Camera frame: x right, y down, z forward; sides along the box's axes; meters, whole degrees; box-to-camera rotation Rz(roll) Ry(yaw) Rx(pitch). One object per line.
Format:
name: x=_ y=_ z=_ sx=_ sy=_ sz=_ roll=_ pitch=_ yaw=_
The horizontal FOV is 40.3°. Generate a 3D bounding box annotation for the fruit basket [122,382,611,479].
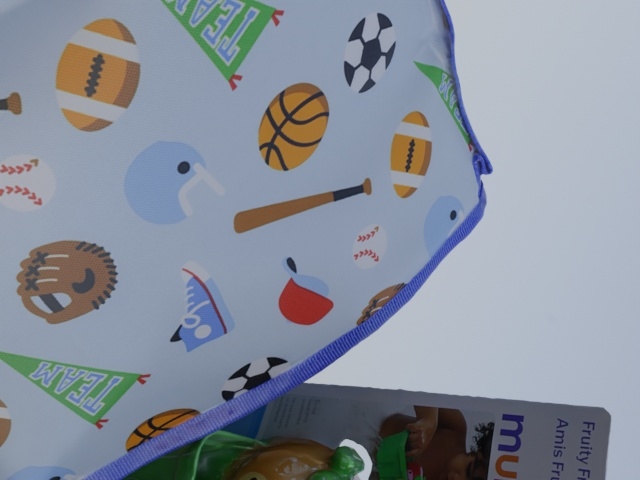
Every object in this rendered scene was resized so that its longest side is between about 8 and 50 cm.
fruit basket: x=-0.010 y=0.247 z=0.543 sx=0.353 sy=0.165 sz=0.327 roll=-5 pitch=-114 yaw=44

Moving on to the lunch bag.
lunch bag: x=-0.098 y=-0.068 z=0.549 sx=0.327 sy=0.385 sz=0.239 roll=64 pitch=-3 yaw=-37
